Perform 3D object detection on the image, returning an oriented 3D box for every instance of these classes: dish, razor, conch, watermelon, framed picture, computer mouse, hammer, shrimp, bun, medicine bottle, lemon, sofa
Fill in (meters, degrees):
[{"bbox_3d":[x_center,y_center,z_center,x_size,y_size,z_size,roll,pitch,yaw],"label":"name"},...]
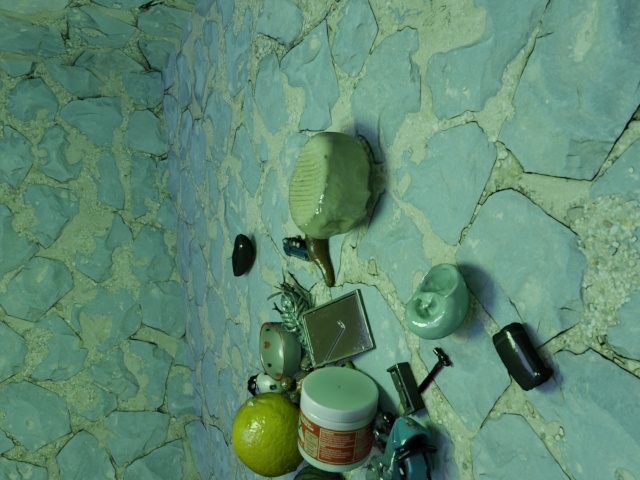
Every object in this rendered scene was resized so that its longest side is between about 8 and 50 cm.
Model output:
[{"bbox_3d":[-0.159,0.460,2.147,0.256,0.117,0.256,6,98,58],"label":"dish"},{"bbox_3d":[0.460,0.270,1.170,0.148,0.054,0.090,67,147,31],"label":"razor"},{"bbox_3d":[0.313,0.161,1.339,0.221,0.121,0.185,-49,48,40],"label":"conch"},{"bbox_3d":[-0.012,0.934,1.868,0.212,0.212,0.212,8,100,58],"label":"watermelon"},{"bbox_3d":[0.053,0.316,1.796,0.289,0.016,0.213,-29,67,36],"label":"framed picture"},{"bbox_3d":[-0.381,0.070,2.508,0.269,0.086,0.137,114,149,-50],"label":"computer mouse"},{"bbox_3d":[0.316,0.381,1.454,0.065,0.021,0.178,58,141,39],"label":"hammer"},{"bbox_3d":[-0.090,0.315,2.001,0.221,0.166,0.410,-38,71,15],"label":"shrimp"},{"bbox_3d":[0.040,-0.177,1.683,0.360,0.211,0.359,-27,58,57],"label":"bun"},{"bbox_3d":[0.056,0.583,1.667,0.252,0.253,0.240,31,120,54],"label":"medicine bottle"},{"bbox_3d":[-0.200,0.781,2.050,0.336,0.336,0.336,8,100,58],"label":"lemon"},{"bbox_3d":[0.246,0.452,1.534,0.085,0.060,0.147,-50,52,49],"label":"sofa"}]

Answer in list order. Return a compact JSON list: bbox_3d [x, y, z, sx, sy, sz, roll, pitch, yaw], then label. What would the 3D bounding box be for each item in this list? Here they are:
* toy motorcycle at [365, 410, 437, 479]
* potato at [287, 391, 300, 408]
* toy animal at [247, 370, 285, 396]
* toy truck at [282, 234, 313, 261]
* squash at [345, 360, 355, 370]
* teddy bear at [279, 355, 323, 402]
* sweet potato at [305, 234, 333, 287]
[{"bbox_3d":[0.252,0.679,1.434,0.232,0.172,0.416,124,138,-52],"label":"toy motorcycle"},{"bbox_3d":[-0.096,0.650,2.125,0.198,0.054,0.119,13,106,58],"label":"potato"},{"bbox_3d":[-0.217,0.634,2.246,0.179,0.166,0.138,-35,64,42],"label":"toy animal"},{"bbox_3d":[-0.077,0.033,2.026,0.202,0.074,0.088,15,114,57],"label":"toy truck"},{"bbox_3d":[0.112,0.459,1.788,0.083,0.027,0.027,53,135,43],"label":"squash"},{"bbox_3d":[-0.038,0.565,1.954,0.140,0.177,0.190,51,170,-35],"label":"teddy bear"},{"bbox_3d":[-0.005,0.003,1.888,0.108,0.079,0.346,2,98,41],"label":"sweet potato"}]
